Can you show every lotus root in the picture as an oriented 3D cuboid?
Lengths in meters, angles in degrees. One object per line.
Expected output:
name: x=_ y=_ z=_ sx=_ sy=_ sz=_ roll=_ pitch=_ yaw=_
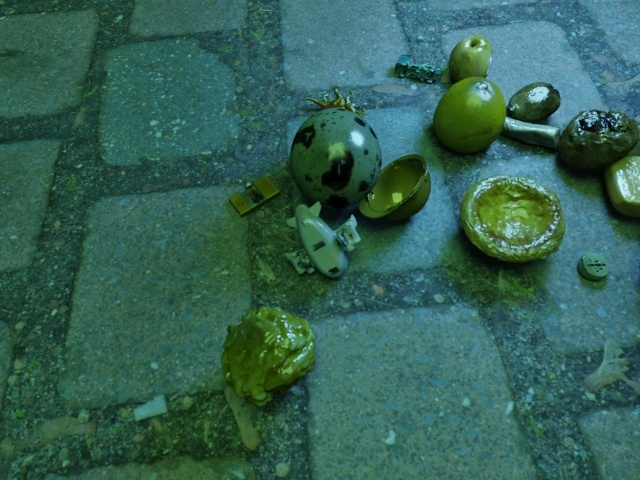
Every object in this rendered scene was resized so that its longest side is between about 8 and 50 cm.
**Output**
lotus root: x=0.753 y=-0.492 z=1.563 sx=0.214 sy=0.138 sz=0.138 roll=-17 pitch=61 yaw=-6

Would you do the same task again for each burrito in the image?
burrito: x=0.731 y=-0.378 z=1.526 sx=0.225 sy=0.087 sz=0.060 roll=20 pitch=69 yaw=16

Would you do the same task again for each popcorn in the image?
popcorn: x=-0.130 y=0.291 z=1.117 sx=0.249 sy=0.225 sz=0.249 roll=-5 pitch=71 yaw=15

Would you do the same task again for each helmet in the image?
helmet: x=0.259 y=-0.136 z=1.373 sx=0.257 sy=0.140 sz=0.205 roll=-50 pitch=35 yaw=-1

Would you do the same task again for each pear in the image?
pear: x=0.575 y=-0.686 z=1.655 sx=0.177 sy=0.178 sz=0.178 roll=-1 pitch=61 yaw=2

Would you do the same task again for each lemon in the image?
lemon: x=0.514 y=-0.437 z=1.488 sx=0.240 sy=0.219 sz=0.241 roll=1 pitch=57 yaw=-1

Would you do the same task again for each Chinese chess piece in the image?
Chinese chess piece: x=0.808 y=0.077 z=1.291 sx=0.084 sy=0.034 sz=0.084 roll=0 pitch=61 yaw=1

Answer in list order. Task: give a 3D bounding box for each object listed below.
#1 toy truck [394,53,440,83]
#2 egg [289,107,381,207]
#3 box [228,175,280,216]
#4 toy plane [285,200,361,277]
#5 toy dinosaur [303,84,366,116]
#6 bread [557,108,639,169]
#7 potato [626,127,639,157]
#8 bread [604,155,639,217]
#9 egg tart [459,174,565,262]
toy truck: x=0.384 y=-0.678 z=1.714 sx=0.175 sy=0.067 sz=0.081 roll=15 pitch=61 yaw=10
egg: x=0.049 y=-0.261 z=1.365 sx=0.287 sy=0.288 sz=0.379 roll=7 pitch=37 yaw=6
box: x=-0.222 y=-0.150 z=1.466 sx=0.155 sy=0.023 sz=0.087 roll=-33 pitch=68 yaw=-15
toy plane: x=0.000 y=0.000 z=1.298 sx=0.244 sy=0.117 sz=0.245 roll=2 pitch=104 yaw=9
toy dinosaur: x=0.055 y=-0.499 z=1.645 sx=0.212 sy=0.057 sz=0.142 roll=-18 pitch=80 yaw=5
bread: x=0.899 y=-0.339 z=1.429 sx=0.230 sy=0.123 sz=0.230 roll=-26 pitch=35 yaw=21
potato: x=1.056 y=-0.330 z=1.487 sx=0.200 sy=0.081 sz=0.164 roll=-17 pitch=60 yaw=-10
bread: x=0.987 y=-0.168 z=1.384 sx=0.147 sy=0.098 sz=0.217 roll=5 pitch=56 yaw=13
egg tart: x=0.571 y=-0.056 z=1.324 sx=0.318 sy=0.128 sz=0.319 roll=-1 pitch=63 yaw=1
